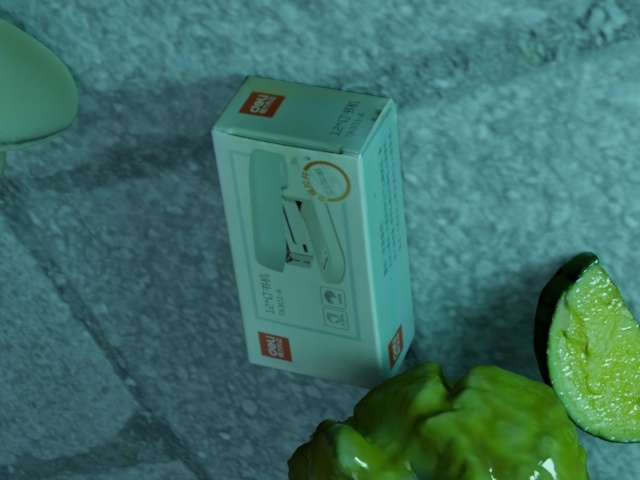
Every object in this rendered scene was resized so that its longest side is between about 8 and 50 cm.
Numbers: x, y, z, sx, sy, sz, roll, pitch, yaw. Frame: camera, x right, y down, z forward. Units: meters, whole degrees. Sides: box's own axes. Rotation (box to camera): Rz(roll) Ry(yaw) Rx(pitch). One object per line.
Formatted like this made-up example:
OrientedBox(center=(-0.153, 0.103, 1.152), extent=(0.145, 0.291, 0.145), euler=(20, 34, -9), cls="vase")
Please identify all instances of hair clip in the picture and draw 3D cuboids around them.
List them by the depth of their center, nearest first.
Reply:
OrientedBox(center=(-0.301, -0.134, 1.499), extent=(0.113, 0.172, 0.282), euler=(-17, 159, 23), cls="hair clip")

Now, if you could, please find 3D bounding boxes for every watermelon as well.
OrientedBox(center=(0.219, 0.094, 1.534), extent=(0.092, 0.075, 0.181), euler=(-36, 115, -1), cls="watermelon")

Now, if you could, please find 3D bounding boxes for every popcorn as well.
OrientedBox(center=(0.100, 0.244, 1.502), extent=(0.247, 0.282, 0.282), euler=(-5, 133, -3), cls="popcorn")

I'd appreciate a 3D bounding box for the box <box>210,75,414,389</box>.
OrientedBox(center=(0.000, 0.000, 1.533), extent=(0.135, 0.079, 0.269), euler=(12, 134, 20), cls="box")
